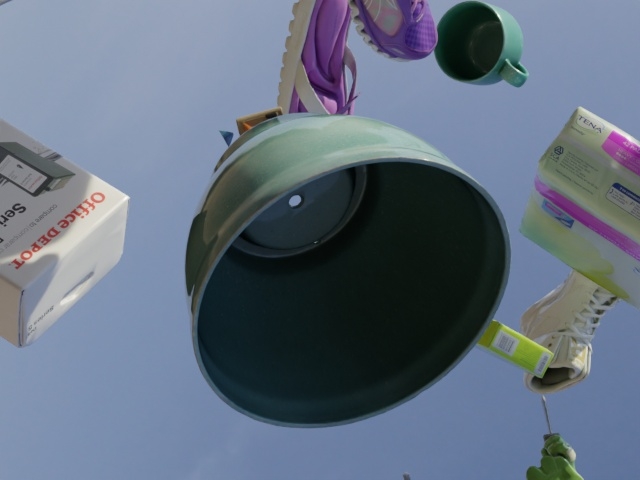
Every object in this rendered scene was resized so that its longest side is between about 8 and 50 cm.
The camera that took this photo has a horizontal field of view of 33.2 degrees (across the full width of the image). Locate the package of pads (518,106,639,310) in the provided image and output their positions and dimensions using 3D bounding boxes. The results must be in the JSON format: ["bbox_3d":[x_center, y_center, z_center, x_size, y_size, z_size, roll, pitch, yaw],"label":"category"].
[{"bbox_3d":[0.358,-0.018,1.247,0.229,0.296,0.101,35,-97,12],"label":"package of pads"}]

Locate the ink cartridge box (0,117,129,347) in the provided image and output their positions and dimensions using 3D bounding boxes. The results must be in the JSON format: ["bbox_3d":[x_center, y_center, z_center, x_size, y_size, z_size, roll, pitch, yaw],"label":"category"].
[{"bbox_3d":[-0.392,-0.030,1.266,0.198,0.273,0.114,-50,165,-42],"label":"ink cartridge box"}]

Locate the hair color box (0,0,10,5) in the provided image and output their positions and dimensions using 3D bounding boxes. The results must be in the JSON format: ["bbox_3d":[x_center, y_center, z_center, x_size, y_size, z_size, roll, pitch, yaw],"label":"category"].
[{"bbox_3d":[-0.157,-0.273,0.643,0.374,0.114,0.185,-56,167,-58],"label":"hair color box"}]

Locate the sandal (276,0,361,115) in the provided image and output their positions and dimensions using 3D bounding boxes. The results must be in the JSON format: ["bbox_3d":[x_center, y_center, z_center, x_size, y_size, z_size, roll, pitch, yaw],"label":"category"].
[{"bbox_3d":[0.012,-0.261,1.790,0.102,0.169,0.416,33,-38,29],"label":"sandal"}]

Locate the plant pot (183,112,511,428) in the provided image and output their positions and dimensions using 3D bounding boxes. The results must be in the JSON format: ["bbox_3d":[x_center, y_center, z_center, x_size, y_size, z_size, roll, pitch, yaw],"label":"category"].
[{"bbox_3d":[0.000,0.000,0.997,0.293,0.293,0.196,-54,-143,20],"label":"plant pot"}]

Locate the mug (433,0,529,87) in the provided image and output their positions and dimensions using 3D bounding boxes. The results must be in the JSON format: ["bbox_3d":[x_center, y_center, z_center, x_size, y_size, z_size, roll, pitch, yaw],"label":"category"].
[{"bbox_3d":[0.264,-0.303,1.733,0.129,0.097,0.157,-20,-99,34],"label":"mug"}]

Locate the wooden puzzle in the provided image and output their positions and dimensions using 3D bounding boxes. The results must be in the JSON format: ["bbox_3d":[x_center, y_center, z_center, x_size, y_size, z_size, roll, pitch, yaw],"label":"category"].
[{"bbox_3d":[-0.079,-0.150,1.501,0.116,0.014,0.078,-22,-112,0],"label":"wooden puzzle"}]

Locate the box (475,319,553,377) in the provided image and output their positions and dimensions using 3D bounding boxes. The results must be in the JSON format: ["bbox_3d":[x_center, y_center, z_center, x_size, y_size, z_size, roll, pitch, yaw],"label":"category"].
[{"bbox_3d":[0.223,0.129,1.478,0.042,0.109,0.178,-63,-153,-3],"label":"box"}]

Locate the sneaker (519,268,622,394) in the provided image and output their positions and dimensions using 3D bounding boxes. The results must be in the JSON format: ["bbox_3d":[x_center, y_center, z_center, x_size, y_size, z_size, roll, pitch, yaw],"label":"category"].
[{"bbox_3d":[0.411,0.124,1.643,0.292,0.108,0.169,-54,-164,40],"label":"sneaker"}]

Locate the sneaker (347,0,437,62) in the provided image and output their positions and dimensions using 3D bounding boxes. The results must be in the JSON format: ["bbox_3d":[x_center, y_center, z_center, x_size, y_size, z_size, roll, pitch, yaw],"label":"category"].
[{"bbox_3d":[0.083,-0.301,1.222,0.105,0.236,0.095,11,-126,45],"label":"sneaker"}]

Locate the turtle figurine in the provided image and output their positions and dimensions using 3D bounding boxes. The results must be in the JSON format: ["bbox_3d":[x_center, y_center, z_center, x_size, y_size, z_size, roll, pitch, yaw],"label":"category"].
[{"bbox_3d":[0.198,0.294,1.216,0.266,0.198,0.274,80,5,-69],"label":"turtle figurine"}]
